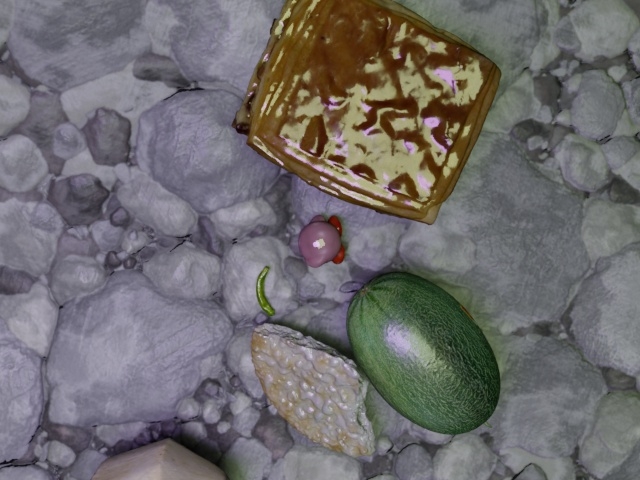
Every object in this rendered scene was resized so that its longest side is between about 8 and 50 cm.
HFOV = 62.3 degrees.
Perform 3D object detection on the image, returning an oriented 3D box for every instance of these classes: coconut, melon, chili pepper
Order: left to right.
[{"bbox_3d":[-0.234,0.400,0.778,0.222,0.202,0.202,-15,95,1],"label":"coconut"},{"bbox_3d":[-0.089,0.083,0.854,0.030,0.017,0.083,-12,98,-3],"label":"chili pepper"},{"bbox_3d":[0.160,0.175,0.794,0.182,0.182,0.288,-38,93,0],"label":"melon"}]

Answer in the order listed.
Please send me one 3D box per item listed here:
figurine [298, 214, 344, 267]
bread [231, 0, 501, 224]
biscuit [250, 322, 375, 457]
[{"bbox_3d":[0.000,0.000,0.829,0.071,0.067,0.083,-6,78,-23],"label":"figurine"},{"bbox_3d":[0.063,-0.194,0.770,0.324,0.167,0.278,25,93,4],"label":"bread"},{"bbox_3d":[-0.006,0.229,0.821,0.188,0.040,0.265,-38,93,33],"label":"biscuit"}]
